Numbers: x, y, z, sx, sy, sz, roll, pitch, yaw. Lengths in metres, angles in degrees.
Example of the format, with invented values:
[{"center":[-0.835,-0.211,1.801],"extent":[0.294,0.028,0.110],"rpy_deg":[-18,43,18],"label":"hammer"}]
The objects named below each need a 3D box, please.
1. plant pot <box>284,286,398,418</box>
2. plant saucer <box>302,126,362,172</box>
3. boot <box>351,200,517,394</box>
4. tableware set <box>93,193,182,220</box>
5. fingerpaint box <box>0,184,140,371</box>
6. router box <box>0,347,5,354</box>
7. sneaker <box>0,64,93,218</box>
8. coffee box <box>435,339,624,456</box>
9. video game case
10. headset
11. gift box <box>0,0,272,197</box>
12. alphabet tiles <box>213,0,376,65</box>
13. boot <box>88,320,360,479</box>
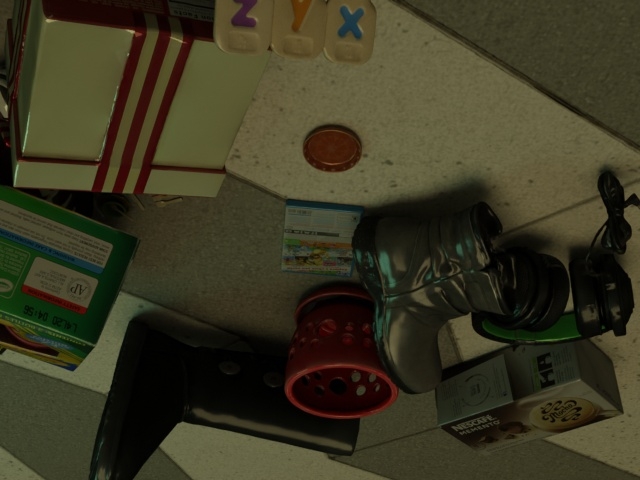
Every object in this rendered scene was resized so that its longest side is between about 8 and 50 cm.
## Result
[{"center":[0.038,0.189,1.419],"extent":[0.191,0.174,0.191],"rpy_deg":[2,139,2],"label":"plant pot"},{"center":[0.017,-0.128,1.165],"extent":[0.084,0.013,0.083],"rpy_deg":[2,140,2],"label":"plant saucer"},{"center":[0.192,0.106,1.257],"extent":[0.223,0.118,0.338],"rpy_deg":[-3,124,30],"label":"boot"},{"center":[-0.293,-0.072,1.250],"extent":[0.154,0.024,0.104],"rpy_deg":[-9,138,16],"label":"tableware set"},{"center":[-0.511,0.025,1.148],"extent":[0.445,0.163,0.371],"rpy_deg":[23,160,-15],"label":"fingerpaint box"},{"center":[-0.604,0.132,1.502],"extent":[0.133,0.046,0.179],"rpy_deg":[27,135,-25],"label":"router box"},{"center":[-0.435,-0.116,1.162],"extent":[0.163,0.106,0.281],"rpy_deg":[-1,130,14],"label":"sneaker"},{"center":[0.383,0.287,1.554],"extent":[0.297,0.118,0.168],"rpy_deg":[-27,133,31],"label":"coffee box"},{"center":[0.000,0.000,1.320],"extent":[0.119,0.015,0.166],"rpy_deg":[5,140,-2],"label":"video game case"},{"center":[0.379,0.056,1.298],"extent":[0.244,0.185,0.394],"rpy_deg":[4,156,-7],"label":"headset"},{"center":[-0.208,-0.208,0.914],"extent":[0.255,0.276,0.258],"rpy_deg":[6,138,-24],"label":"gift box"},{"center":[-0.014,-0.311,0.780],"extent":[0.284,0.021,0.277],"rpy_deg":[-2,104,-27],"label":"alphabet tiles"},{"center":[-0.149,0.318,1.448],"extent":[0.445,0.367,0.146],"rpy_deg":[17,124,-12],"label":"boot"}]
